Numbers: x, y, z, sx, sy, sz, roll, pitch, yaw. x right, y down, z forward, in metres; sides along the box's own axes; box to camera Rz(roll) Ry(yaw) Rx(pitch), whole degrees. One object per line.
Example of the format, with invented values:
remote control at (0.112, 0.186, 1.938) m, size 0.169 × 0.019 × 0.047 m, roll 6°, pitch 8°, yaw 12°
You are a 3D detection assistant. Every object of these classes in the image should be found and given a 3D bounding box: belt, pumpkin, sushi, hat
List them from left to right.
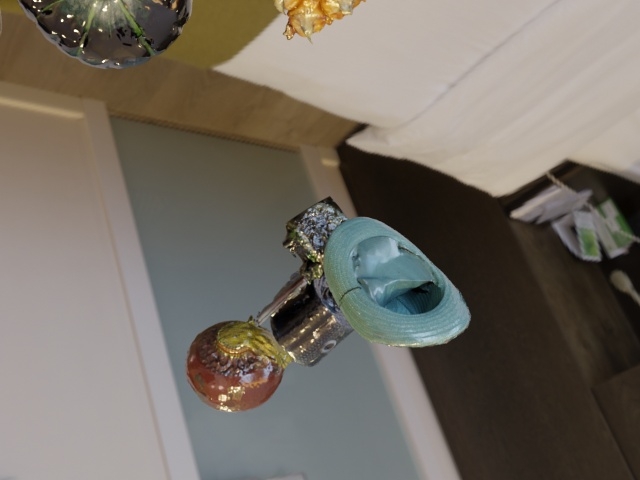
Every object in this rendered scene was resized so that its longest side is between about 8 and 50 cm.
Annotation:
pumpkin at (-0.369, -0.449, 1.338) m, size 0.296 × 0.295 × 0.296 m, roll -17°, pitch 155°, yaw -8°
sushi at (0.000, 0.000, 0.935) m, size 0.085 × 0.083 × 0.056 m, roll -31°, pitch 179°, yaw -14°
belt at (0.004, 0.092, 1.122) m, size 0.128 × 0.122 × 0.218 m, roll -42°, pitch -178°, yaw 10°
hat at (0.080, 0.062, 0.873) m, size 0.138 × 0.191 × 0.078 m, roll -17°, pitch 144°, yaw -29°

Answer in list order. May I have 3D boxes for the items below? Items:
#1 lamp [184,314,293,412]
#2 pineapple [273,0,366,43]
lamp at (-0.135, 0.189, 1.207) m, size 0.157 × 0.156 × 0.135 m, roll -57°, pitch 163°, yaw -35°
pineapple at (0.034, -0.422, 0.925) m, size 0.161 × 0.334 × 0.158 m, roll 17°, pitch 174°, yaw 28°
